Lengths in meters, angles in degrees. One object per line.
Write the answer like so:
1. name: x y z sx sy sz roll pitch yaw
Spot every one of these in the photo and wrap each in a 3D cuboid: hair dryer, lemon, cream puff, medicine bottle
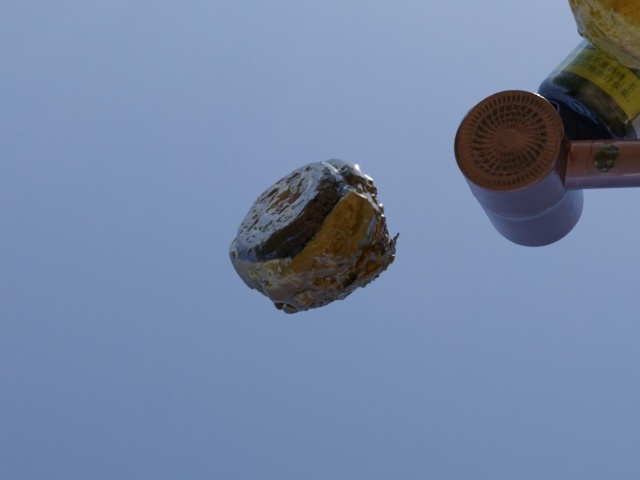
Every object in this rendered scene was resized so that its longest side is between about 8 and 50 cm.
1. hair dryer: 0.345 -0.076 1.573 0.352 0.210 0.125 1 -109 19
2. lemon: 0.296 -0.217 1.269 0.155 0.114 0.114 27 -115 2
3. cream puff: 0.000 0.000 1.455 0.189 0.129 0.189 -35 -154 21
4. medicine bottle: 0.404 -0.232 1.674 0.141 0.141 0.293 35 -110 30
